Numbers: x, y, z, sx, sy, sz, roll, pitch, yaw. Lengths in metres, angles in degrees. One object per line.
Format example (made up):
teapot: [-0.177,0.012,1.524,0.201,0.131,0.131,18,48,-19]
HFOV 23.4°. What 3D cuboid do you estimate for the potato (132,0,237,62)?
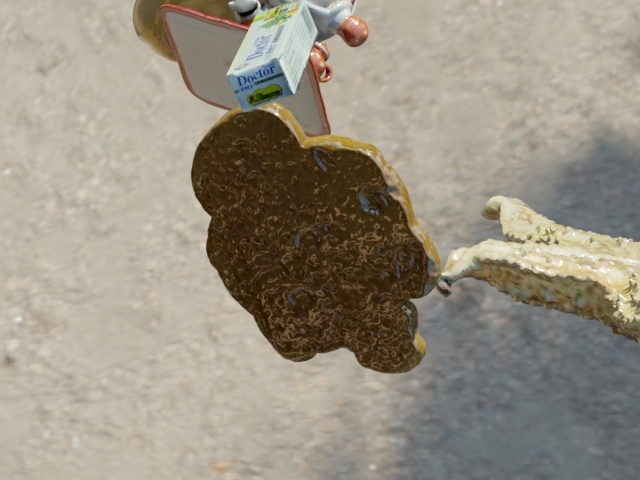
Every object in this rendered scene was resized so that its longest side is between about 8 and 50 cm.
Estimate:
potato: [-0.127,-0.310,1.849,0.150,0.234,0.146,35,33,-21]

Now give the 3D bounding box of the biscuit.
biscuit: [0.000,0.000,1.420,0.290,0.208,0.041,53,29,-5]

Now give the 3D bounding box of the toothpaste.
toothpaste: [-0.034,-0.146,1.194,0.046,0.164,0.034,-18,112,14]

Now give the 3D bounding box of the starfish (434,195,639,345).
starfish: [0.160,0.031,0.576,0.231,0.295,0.048,16,96,-9]

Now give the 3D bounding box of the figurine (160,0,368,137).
figurine: [-0.026,-0.256,1.659,0.183,0.160,0.226,20,61,23]
